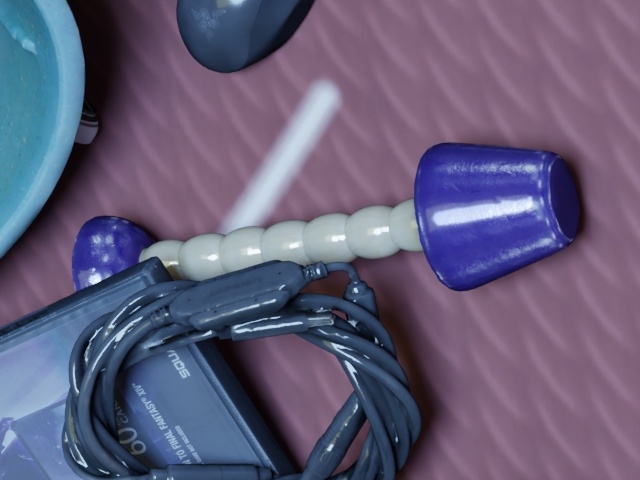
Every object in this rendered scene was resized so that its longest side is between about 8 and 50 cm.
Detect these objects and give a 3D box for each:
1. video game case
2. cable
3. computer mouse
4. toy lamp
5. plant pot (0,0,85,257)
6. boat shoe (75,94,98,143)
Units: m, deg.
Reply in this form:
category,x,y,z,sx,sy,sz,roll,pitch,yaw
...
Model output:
category,x,y,z,sx,sy,sz,roll,pitch,yaw
video game case,-0.152,0.141,1.080,0.274,0.026,0.196,-24,107,24
cable,-0.044,0.087,0.991,0.185,0.047,0.150,-19,115,10
computer mouse,-0.016,-0.202,1.031,0.071,0.041,0.242,28,103,23
toy lamp,0.000,0.000,1.012,0.275,0.080,0.080,-11,88,25
plant pot,-0.349,-0.148,1.026,0.341,0.341,0.334,-47,54,20
boat shoe,-0.175,-0.110,1.109,0.142,0.049,0.040,42,108,20
